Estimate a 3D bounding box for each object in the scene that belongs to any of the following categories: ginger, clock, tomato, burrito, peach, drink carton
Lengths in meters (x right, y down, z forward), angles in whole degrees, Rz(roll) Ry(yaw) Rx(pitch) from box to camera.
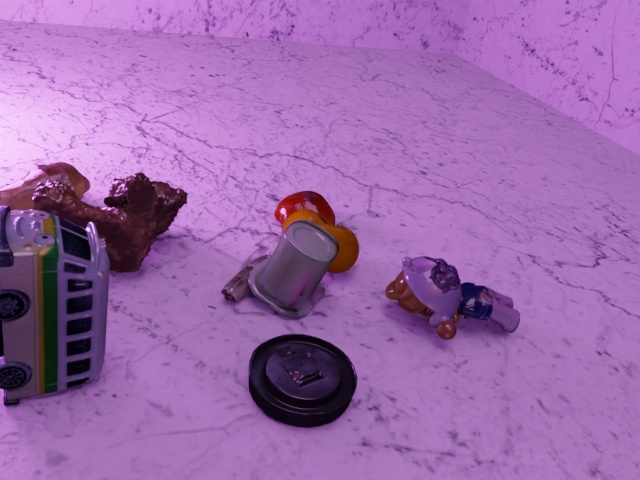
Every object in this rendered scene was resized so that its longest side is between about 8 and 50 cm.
[{"bbox_3d":[-0.661,-0.111,1.309,0.294,0.086,0.131,-14,61,-28],"label":"ginger"},{"bbox_3d":[-0.031,0.232,0.995,0.184,0.040,0.184,9,32,-5],"label":"clock"},{"bbox_3d":[-0.036,-0.080,1.474,0.155,0.069,0.155,8,31,-5],"label":"tomato"},{"bbox_3d":[-0.145,0.072,1.218,0.045,0.041,0.185,11,28,17],"label":"burrito"},{"bbox_3d":[0.000,0.000,1.299,0.179,0.103,0.179,29,2,-1],"label":"peach"},{"bbox_3d":[-0.045,0.047,1.165,0.146,0.142,0.144,36,36,6],"label":"drink carton"}]

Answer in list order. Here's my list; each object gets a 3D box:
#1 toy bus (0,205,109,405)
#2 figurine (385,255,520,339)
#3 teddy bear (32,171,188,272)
[{"bbox_3d":[-0.400,0.093,0.876,0.164,0.276,0.133,-2,34,-28],"label":"toy bus"},{"bbox_3d":[0.275,0.121,1.202,0.274,0.133,0.194,27,33,5],"label":"figurine"},{"bbox_3d":[-0.420,-0.063,1.171,0.296,0.246,0.222,26,40,-35],"label":"teddy bear"}]
